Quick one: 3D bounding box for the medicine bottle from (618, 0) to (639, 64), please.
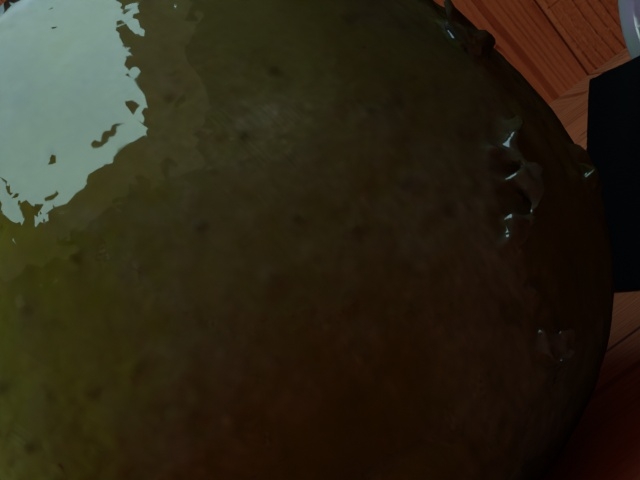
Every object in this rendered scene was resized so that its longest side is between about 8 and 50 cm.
[{"bbox_3d":[0.344,-0.181,0.915,0.212,0.212,0.325,-37,5,-11],"label":"medicine bottle"}]

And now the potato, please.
[{"bbox_3d":[-0.029,0.071,0.788,0.442,0.319,0.385,-43,-38,-9],"label":"potato"}]

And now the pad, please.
[{"bbox_3d":[0.226,-0.049,0.984,0.006,0.170,0.245,5,-5,-11],"label":"pad"}]
